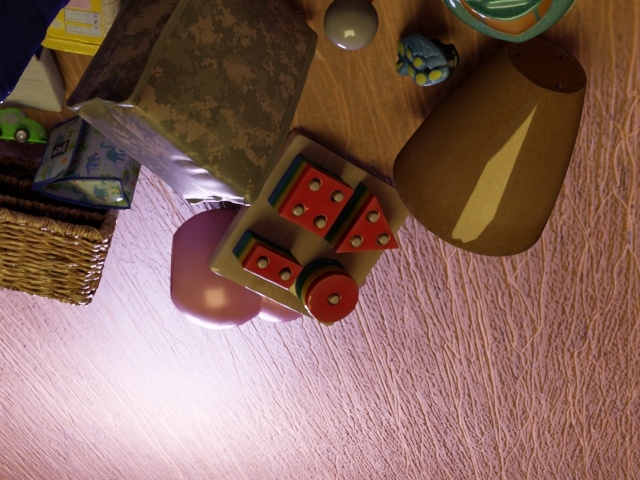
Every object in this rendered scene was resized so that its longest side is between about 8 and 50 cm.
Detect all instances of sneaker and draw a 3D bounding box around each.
[{"bbox_3d":[0.148,-0.242,1.639,0.078,0.067,0.188,-5,-169,-5],"label":"sneaker"}]

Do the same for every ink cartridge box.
[{"bbox_3d":[-0.492,-0.257,1.775,0.223,0.045,0.224,7,163,1],"label":"ink cartridge box"}]

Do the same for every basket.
[{"bbox_3d":[-0.474,-0.057,1.989,0.299,0.213,0.223,13,144,-9],"label":"basket"}]

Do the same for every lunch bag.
[{"bbox_3d":[-0.361,-0.124,1.933,0.151,0.128,0.096,3,145,10],"label":"lunch bag"},{"bbox_3d":[-0.146,-0.225,1.590,0.169,0.287,0.235,4,152,48],"label":"lunch bag"}]

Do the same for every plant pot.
[{"bbox_3d":[0.254,-0.150,1.714,0.237,0.237,0.254,14,133,-12],"label":"plant pot"}]

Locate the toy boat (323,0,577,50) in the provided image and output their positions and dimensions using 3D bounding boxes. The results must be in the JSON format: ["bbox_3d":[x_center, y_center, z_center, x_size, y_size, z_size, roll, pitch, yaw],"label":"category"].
[{"bbox_3d":[0.159,-0.313,1.495,0.318,0.148,0.267,-7,147,20],"label":"toy boat"}]

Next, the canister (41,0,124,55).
[{"bbox_3d":[-0.318,-0.328,1.638,0.126,0.073,0.170,9,148,-2],"label":"canister"}]

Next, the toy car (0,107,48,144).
[{"bbox_3d":[-0.518,-0.180,1.868,0.225,0.053,0.239,6,-178,4],"label":"toy car"}]

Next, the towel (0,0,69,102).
[{"bbox_3d":[-0.354,-0.340,1.412,0.076,0.308,0.227,16,154,24],"label":"towel"}]

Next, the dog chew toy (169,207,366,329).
[{"bbox_3d":[-0.087,0.052,2.120,0.332,0.206,0.206,3,150,-9],"label":"dog chew toy"}]

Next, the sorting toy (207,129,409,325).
[{"bbox_3d":[0.000,0.000,1.966,0.255,0.089,0.257,28,102,-31],"label":"sorting toy"}]
